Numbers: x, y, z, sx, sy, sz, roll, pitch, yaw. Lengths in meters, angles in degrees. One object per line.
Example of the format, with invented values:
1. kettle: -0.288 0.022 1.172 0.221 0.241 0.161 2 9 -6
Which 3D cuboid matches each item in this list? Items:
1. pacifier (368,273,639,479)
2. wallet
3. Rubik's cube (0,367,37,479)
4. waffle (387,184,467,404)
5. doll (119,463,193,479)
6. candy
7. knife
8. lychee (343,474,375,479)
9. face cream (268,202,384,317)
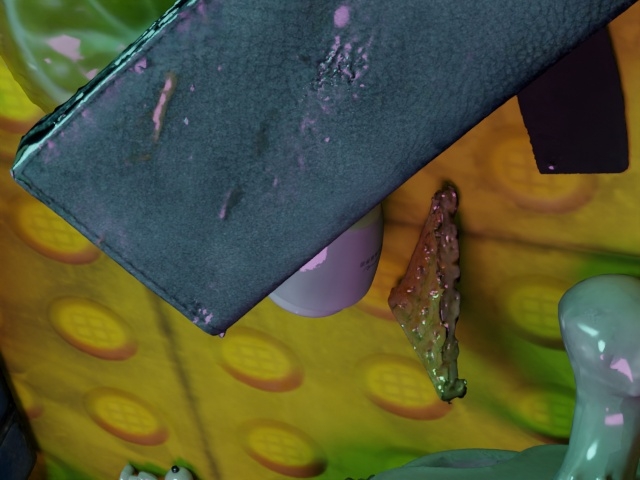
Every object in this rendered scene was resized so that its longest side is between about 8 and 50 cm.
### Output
1. pacifier: 0.182 0.150 1.291 0.343 0.269 0.288 0 -164 -41
2. wallet: 0.015 -0.109 1.037 0.379 0.046 0.190 -39 121 17
3. Rubik's cube: -0.470 0.197 1.615 0.303 0.301 0.305 10 141 19
4. waffle: 0.091 0.040 1.301 0.097 0.023 0.153 60 153 27
5. doll: -0.146 0.235 1.706 0.085 0.040 0.058 -12 118 33
6. candy: -0.091 -0.147 1.144 0.260 0.118 0.260 16 138 15
7. knife: 0.142 -0.124 1.122 0.072 0.019 0.245 0 140 23
8. lychee: 0.053 0.326 1.541 0.255 0.274 0.255 3 110 8
9. face cream: 0.000 0.000 1.291 0.091 0.091 0.095 23 136 2
